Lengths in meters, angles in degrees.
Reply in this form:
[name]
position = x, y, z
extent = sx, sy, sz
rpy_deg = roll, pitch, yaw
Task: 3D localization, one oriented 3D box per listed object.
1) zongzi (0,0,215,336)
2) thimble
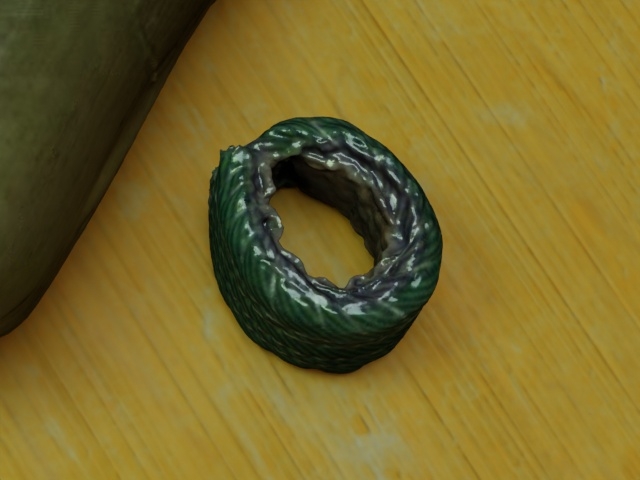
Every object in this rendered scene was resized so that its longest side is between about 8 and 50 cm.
[zongzi]
position = -0.081, -0.118, 1.056
extent = 0.467, 0.218, 0.500
rpy_deg = -2, 72, -10
[thimble]
position = 0.002, 0.001, 1.098
extent = 0.118, 0.090, 0.135
rpy_deg = -22, 74, -18
